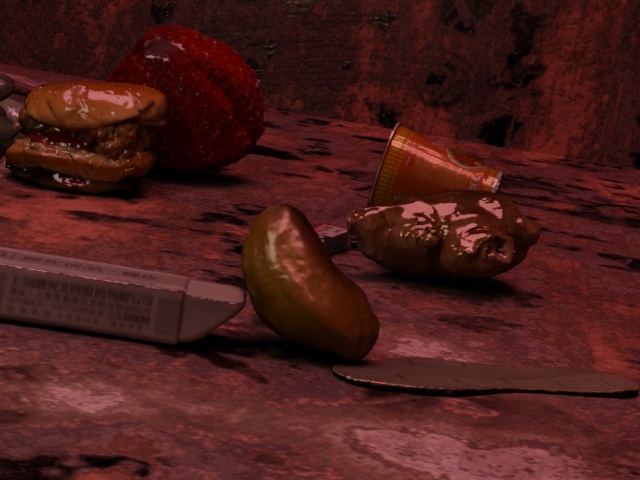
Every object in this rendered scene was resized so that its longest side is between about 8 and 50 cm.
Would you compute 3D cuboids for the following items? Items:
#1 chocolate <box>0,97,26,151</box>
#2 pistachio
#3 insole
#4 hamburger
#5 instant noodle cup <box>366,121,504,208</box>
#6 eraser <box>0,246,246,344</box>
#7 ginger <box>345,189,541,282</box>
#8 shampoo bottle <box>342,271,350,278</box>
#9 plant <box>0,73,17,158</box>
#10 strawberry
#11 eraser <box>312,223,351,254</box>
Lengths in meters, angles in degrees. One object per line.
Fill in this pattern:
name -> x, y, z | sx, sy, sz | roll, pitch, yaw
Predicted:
chocolate -> -0.544, -0.199, 2.540 | 0.291, 0.110, 0.110 | 17, 14, 29
pistachio -> -0.022, 0.053, 1.572 | 0.110, 0.100, 0.189 | -18, 69, -47
insole -> 0.173, 0.140, 1.573 | 0.348, 0.009, 0.119 | 4, 11, -21
hamburger -> -0.357, -0.167, 2.335 | 0.244, 0.163, 0.244 | 7, 13, -2
instant noodle cup -> 0.183, -0.080, 2.392 | 0.185, 0.168, 0.168 | 18, 12, 9
eraser -> -0.252, 0.054, 1.546 | 0.352, 0.061, 0.089 | 9, 11, -3
ginger -> 0.153, -0.002, 2.019 | 0.270, 0.123, 0.219 | -11, 17, -34
shampoo bottle -> -0.014, 0.055, 1.755 | 0.108, 0.051, 0.221 | 9, 10, 4
plant -> -0.607, -0.195, 2.362 | 0.274, 0.146, 0.149 | 4, 31, -32
strawberry -> -0.224, -0.237, 2.519 | 0.238, 0.250, 0.288 | 19, -27, 21
eraser -> 0.000, 0.000, 2.110 | 0.052, 0.029, 0.122 | 13, 12, 19
